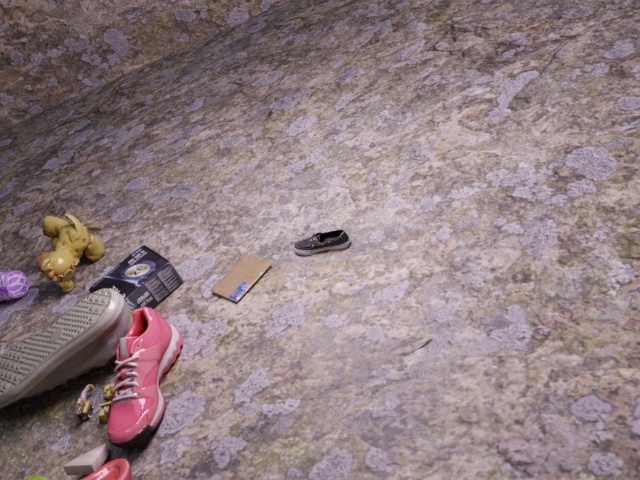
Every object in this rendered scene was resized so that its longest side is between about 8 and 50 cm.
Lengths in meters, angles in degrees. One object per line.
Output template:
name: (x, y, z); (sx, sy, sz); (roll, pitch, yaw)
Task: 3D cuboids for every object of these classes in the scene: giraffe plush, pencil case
giraffe plush: (-0.695, 0.043, 1.766); (0.210, 0.181, 0.170); (-11, 48, 47)
pencil case: (-0.936, 0.136, 1.850); (0.206, 0.086, 0.088); (-12, 5, 21)

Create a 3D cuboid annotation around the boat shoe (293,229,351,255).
boat shoe: (0.000, 0.000, 1.498); (0.142, 0.040, 0.049); (-9, 40, 22)

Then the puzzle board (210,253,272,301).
puzzle board: (-0.185, 0.089, 1.527); (0.096, 0.011, 0.128); (16, 54, 41)

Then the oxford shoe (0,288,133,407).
oxford shoe: (-0.595, 0.272, 1.461); (0.449, 0.130, 0.169); (-32, 40, 10)

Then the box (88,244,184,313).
box: (-0.456, 0.112, 1.603); (0.180, 0.077, 0.147); (-42, 40, -21)

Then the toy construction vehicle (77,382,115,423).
toy construction vehicle: (-0.472, 0.341, 1.371); (0.086, 0.035, 0.098); (-15, 38, 15)

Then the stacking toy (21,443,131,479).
stacking toy: (-0.462, 0.501, 1.124); (0.309, 0.130, 0.279); (-21, 8, -17)

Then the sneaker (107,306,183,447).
sneaker: (-0.384, 0.267, 1.323); (0.116, 0.136, 0.314); (-15, 38, 16)
